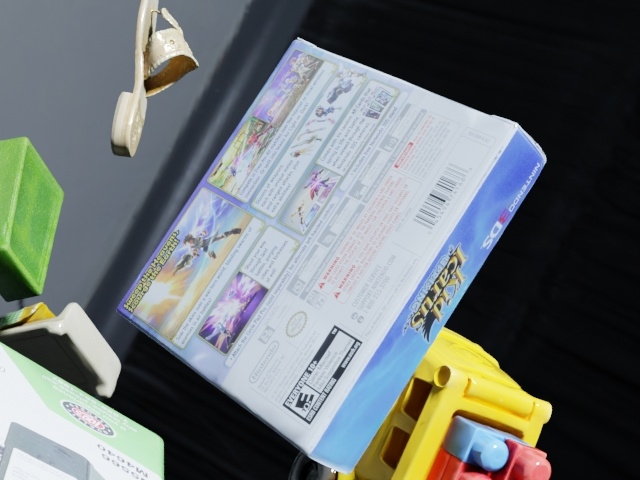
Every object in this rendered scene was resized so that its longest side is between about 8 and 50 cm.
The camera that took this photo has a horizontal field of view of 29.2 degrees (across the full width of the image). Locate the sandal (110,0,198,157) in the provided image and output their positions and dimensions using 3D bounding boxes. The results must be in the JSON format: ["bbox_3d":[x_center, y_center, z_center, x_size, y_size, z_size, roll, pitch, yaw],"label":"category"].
[{"bbox_3d":[-0.189,-0.206,1.485,0.088,0.079,0.240,92,7,-68],"label":"sandal"}]

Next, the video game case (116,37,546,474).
[{"bbox_3d":[0.000,0.000,0.927,0.269,0.244,0.061,-57,138,-4],"label":"video game case"}]

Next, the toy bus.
[{"bbox_3d":[0.094,0.196,1.012,0.149,0.211,0.220,22,94,-28],"label":"toy bus"}]

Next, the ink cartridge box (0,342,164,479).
[{"bbox_3d":[-0.170,0.120,0.485,0.198,0.273,0.114,33,94,-13],"label":"ink cartridge box"}]

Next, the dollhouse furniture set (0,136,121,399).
[{"bbox_3d":[-0.362,0.055,1.372,0.301,0.198,0.151,66,17,-48],"label":"dollhouse furniture set"}]
